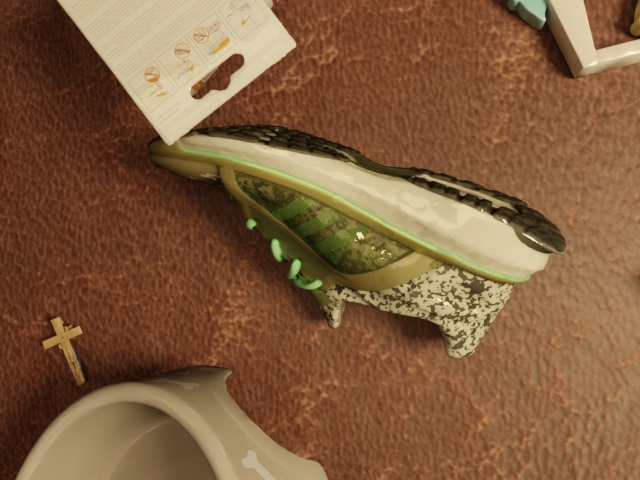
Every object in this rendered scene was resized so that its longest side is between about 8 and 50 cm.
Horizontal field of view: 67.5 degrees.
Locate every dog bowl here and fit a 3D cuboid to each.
[{"bbox_3d":[-0.155,0.285,0.424,0.349,0.102,0.348,-10,68,26],"label":"dog bowl"}]

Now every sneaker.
[{"bbox_3d":[0.000,0.000,0.468,0.411,0.158,0.181,20,108,15],"label":"sneaker"}]

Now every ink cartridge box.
[{"bbox_3d":[-0.127,-0.195,0.425,0.145,0.045,0.179,-37,91,4],"label":"ink cartridge box"}]

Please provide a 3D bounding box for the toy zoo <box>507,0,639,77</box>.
[{"bbox_3d":[0.337,-0.278,0.470,0.294,0.030,0.192,-11,85,9],"label":"toy zoo"}]

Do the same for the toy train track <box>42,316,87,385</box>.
[{"bbox_3d":[-0.296,0.130,0.568,0.048,0.014,0.083,-23,89,1],"label":"toy train track"}]

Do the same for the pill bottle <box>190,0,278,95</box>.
[{"bbox_3d":[-0.115,-0.269,0.503,0.121,0.121,0.216,44,94,9],"label":"pill bottle"}]
